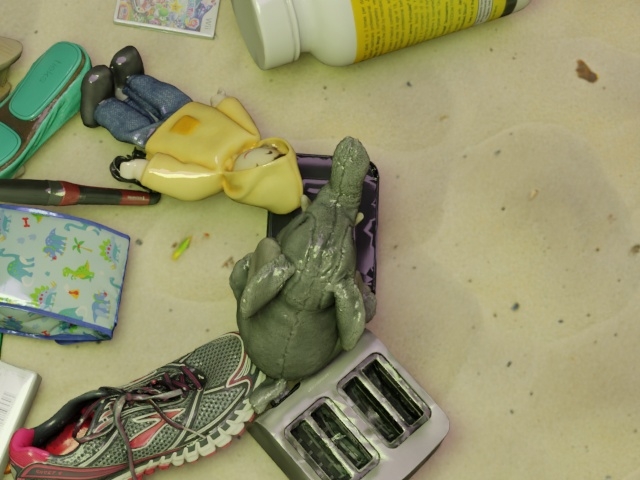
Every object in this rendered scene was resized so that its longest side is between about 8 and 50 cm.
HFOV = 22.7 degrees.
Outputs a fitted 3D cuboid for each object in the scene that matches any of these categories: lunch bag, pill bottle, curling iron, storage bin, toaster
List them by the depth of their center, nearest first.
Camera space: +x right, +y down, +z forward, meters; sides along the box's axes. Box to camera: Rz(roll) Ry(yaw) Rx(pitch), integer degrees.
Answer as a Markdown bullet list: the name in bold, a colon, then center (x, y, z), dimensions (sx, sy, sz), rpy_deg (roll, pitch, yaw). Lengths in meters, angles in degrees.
- **toaster**: center (0.035, 0.212, 1.742), dimensions (0.168, 0.110, 0.185), rpy_deg (-39, 80, -14)
- **lunch bag**: center (-0.293, 0.041, 1.764), dimensions (0.151, 0.096, 0.128), rpy_deg (8, 64, -3)
- **curling iron**: center (-0.296, -0.063, 1.786), dimensions (0.274, 0.035, 0.068), rpy_deg (-6, 60, -31)
- **storage bin**: center (0.000, 0.000, 1.818), dimensions (0.122, 0.084, 0.180), rpy_deg (4, 72, -5)
- **pill bottle**: center (0.068, -0.314, 1.866), dimensions (0.334, 0.188, 0.187), rpy_deg (-19, 76, -11)

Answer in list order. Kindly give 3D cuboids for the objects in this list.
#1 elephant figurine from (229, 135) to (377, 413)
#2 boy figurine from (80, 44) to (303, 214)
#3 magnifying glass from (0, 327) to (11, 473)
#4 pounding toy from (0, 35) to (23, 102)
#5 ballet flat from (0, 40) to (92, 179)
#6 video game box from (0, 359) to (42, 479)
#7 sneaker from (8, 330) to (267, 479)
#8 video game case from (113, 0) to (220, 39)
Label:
- **elephant figurine**: center (-0.015, 0.038, 1.629), dimensions (0.169, 0.239, 0.186), rpy_deg (-21, 75, -17)
- **boy figurine**: center (-0.143, -0.109, 1.781), dimensions (0.285, 0.092, 0.177), rpy_deg (32, 50, 29)
- **magnifying glass**: center (-0.376, 0.147, 1.769), dimensions (0.092, 0.026, 0.231), rpy_deg (-21, 74, -12)
- **pounding toy**: center (-0.491, -0.210, 1.844), dimensions (0.270, 0.155, 0.154), rpy_deg (20, 43, -9)
- **ballet flat**: center (-0.344, -0.118, 1.819), dimensions (0.083, 0.087, 0.247), rpy_deg (35, 74, 26)
- **video game box**: center (-0.425, 0.208, 1.717), dimensions (0.187, 0.048, 0.205), rpy_deg (20, 78, 3)
- **sneaker**: center (-0.188, 0.189, 1.703), dimensions (0.299, 0.112, 0.121), rpy_deg (-34, 40, -15)
- **video game case**: center (-0.183, -0.292, 1.928), dimensions (0.122, 0.011, 0.087), rpy_deg (9, 72, -3)
